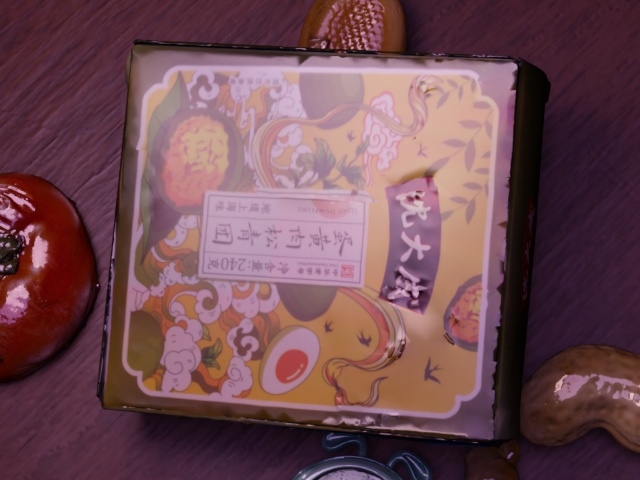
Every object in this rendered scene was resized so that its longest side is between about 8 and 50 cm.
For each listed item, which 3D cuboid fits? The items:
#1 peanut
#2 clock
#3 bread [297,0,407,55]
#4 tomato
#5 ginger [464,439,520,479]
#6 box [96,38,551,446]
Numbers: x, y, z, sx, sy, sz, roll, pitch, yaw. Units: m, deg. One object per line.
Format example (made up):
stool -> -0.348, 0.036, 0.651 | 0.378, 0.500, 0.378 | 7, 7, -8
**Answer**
peanut -> 0.298, 0.158, 1.850 | 0.229, 0.098, 0.103 | 4, 51, 10
clock -> 0.032, 0.289, 1.866 | 0.148, 0.060, 0.188 | 22, 80, 11
bread -> 0.030, -0.186, 1.964 | 0.114, 0.077, 0.189 | 14, 86, -10
tomato -> -0.349, 0.028, 1.946 | 0.228, 0.101, 0.228 | -1, 76, 3
ginger -> 0.201, 0.353, 1.824 | 0.166, 0.080, 0.333 | -27, 73, 7
box -> 0.000, 0.000, 1.841 | 0.420, 0.138, 0.373 | 4, 86, 17
